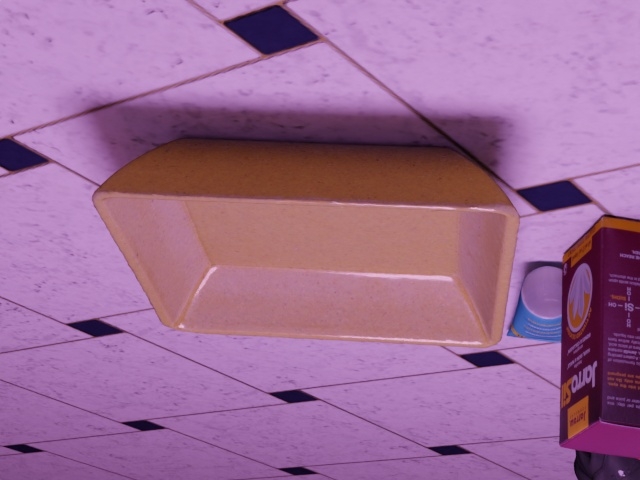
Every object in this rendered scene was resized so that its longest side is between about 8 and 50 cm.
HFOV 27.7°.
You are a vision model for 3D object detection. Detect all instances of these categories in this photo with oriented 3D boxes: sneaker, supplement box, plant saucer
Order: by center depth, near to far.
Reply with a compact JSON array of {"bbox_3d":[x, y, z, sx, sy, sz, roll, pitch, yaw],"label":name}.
[{"bbox_3d":[0.000,0.000,1.142,0.332,0.081,0.333,2,157,6],"label":"plant saucer"},{"bbox_3d":[0.267,0.088,1.153,0.080,0.188,0.104,9,158,-8],"label":"supplement box"},{"bbox_3d":[0.387,0.284,1.730,0.109,0.130,0.286,-31,178,-4],"label":"sneaker"}]

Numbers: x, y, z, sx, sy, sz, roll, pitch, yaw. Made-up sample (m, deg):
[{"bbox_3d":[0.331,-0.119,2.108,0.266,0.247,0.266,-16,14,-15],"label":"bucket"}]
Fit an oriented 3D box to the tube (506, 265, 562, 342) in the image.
[{"bbox_3d":[0.231,0.078,1.334,0.080,0.052,0.207,11,165,12],"label":"tube"}]
